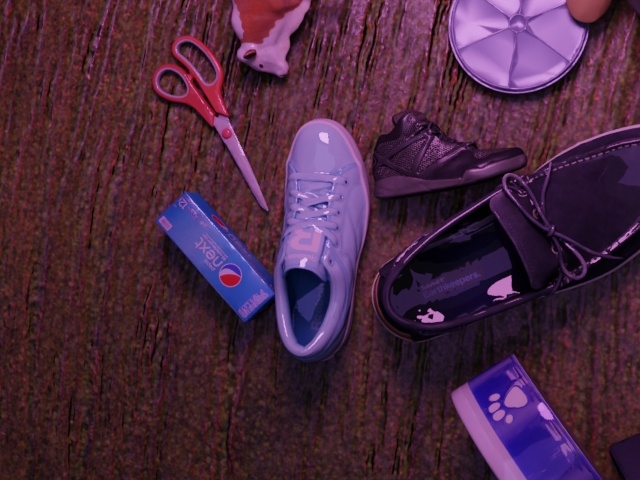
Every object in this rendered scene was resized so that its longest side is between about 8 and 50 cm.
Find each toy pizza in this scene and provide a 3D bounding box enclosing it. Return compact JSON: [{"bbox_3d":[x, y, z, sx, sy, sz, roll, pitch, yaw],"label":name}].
[{"bbox_3d":[0.288,-0.313,1.444,0.201,0.032,0.201,0,89,11],"label":"toy pizza"}]

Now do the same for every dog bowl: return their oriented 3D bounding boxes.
[{"bbox_3d":[0.293,0.287,1.327,0.104,0.265,0.265,-36,84,7],"label":"dog bowl"}]

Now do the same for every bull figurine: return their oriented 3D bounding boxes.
[{"bbox_3d":[-0.067,-0.406,1.476,0.188,0.101,0.310,-17,90,6],"label":"bull figurine"}]

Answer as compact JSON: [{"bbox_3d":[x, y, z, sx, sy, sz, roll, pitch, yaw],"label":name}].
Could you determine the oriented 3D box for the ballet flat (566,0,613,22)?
[{"bbox_3d":[0.404,-0.419,1.381,0.080,0.073,0.232,20,84,0],"label":"ballet flat"}]

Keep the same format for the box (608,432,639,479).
[{"bbox_3d":[0.557,0.438,1.265,0.212,0.293,0.395,-23,86,9],"label":"box"}]

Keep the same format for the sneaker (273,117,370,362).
[{"bbox_3d":[0.000,0.000,1.438,0.135,0.150,0.366,-1,90,10],"label":"sneaker"}]

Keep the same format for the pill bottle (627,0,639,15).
[{"bbox_3d":[0.586,-0.426,1.299,0.210,0.210,0.363,41,97,8],"label":"pill bottle"}]

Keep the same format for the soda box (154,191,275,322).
[{"bbox_3d":[-0.151,0.024,1.505,0.067,0.071,0.210,-42,83,9],"label":"soda box"}]

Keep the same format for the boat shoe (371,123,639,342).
[{"bbox_3d":[0.296,-0.003,1.383,0.500,0.156,0.187,-28,84,8],"label":"boat shoe"}]

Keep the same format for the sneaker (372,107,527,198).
[{"bbox_3d":[0.179,-0.135,1.426,0.227,0.087,0.130,-6,92,25],"label":"sneaker"}]

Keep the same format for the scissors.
[{"bbox_3d":[-0.145,-0.186,1.529,0.109,0.021,0.297,-43,82,6],"label":"scissors"}]
